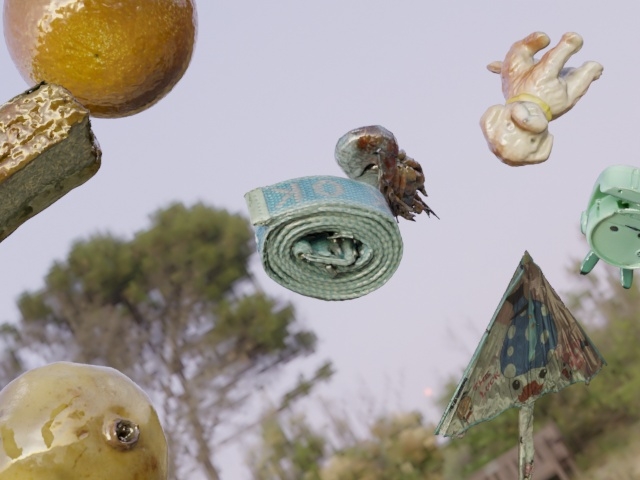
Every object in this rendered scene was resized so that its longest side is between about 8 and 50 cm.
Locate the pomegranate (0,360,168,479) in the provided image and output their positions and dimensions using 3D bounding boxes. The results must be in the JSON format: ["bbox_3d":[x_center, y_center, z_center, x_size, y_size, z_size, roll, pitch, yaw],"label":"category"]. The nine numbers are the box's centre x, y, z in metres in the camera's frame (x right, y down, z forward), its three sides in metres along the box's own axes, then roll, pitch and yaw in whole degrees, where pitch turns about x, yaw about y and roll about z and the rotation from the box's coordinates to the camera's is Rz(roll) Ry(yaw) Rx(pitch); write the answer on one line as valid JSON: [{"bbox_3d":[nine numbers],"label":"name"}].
[{"bbox_3d":[-0.410,0.362,2.476,0.332,0.332,0.332,-28,-19,-11],"label":"pomegranate"}]

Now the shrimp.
[{"bbox_3d":[0.091,-0.076,1.837,0.079,0.090,0.233,-20,-33,24],"label":"shrimp"}]

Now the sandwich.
[{"bbox_3d":[-0.365,-0.083,1.787,0.226,0.087,0.251,-41,-5,-8],"label":"sandwich"}]

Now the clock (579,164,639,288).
[{"bbox_3d":[0.302,-0.010,1.470,0.101,0.041,0.135,17,-42,-2],"label":"clock"}]

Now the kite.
[{"bbox_3d":[0.294,0.192,2.128,0.014,0.368,0.406,11,19,44],"label":"kite"}]

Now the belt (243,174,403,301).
[{"bbox_3d":[0.009,0.001,1.709,0.163,0.082,0.148,-14,-56,-2],"label":"belt"}]

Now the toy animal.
[{"bbox_3d":[0.252,-0.171,1.962,0.184,0.104,0.185,-3,55,52],"label":"toy animal"}]

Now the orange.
[{"bbox_3d":[-0.297,-0.297,2.052,0.274,0.274,0.274,-28,-19,-11],"label":"orange"}]
